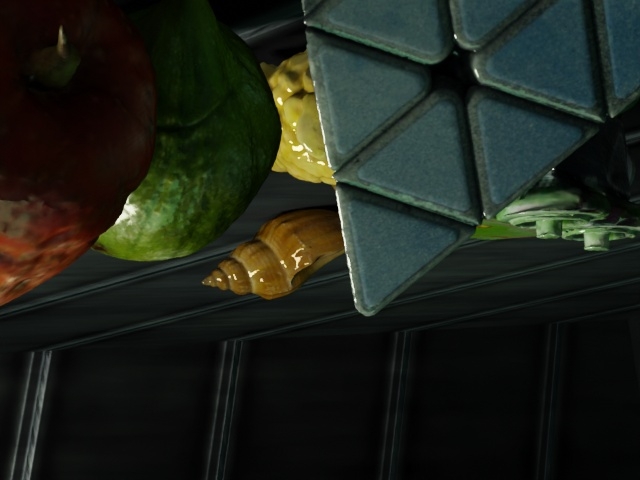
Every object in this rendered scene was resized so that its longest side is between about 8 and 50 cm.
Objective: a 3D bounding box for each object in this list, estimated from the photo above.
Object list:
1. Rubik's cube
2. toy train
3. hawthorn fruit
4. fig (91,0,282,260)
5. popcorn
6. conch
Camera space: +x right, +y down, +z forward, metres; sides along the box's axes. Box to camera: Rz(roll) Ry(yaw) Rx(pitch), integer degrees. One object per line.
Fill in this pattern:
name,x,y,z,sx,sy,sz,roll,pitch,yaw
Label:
Rubik's cube,0.080,-0.132,1.296,0.229,0.233,0.228,-25,159,-34
toy train,0.178,-0.077,1.845,0.249,0.173,0.307,-5,173,27
hawthorn fruit,-0.236,-0.076,1.297,0.262,0.258,0.258,-17,168,15
fig,-0.127,-0.108,1.439,0.203,0.203,0.235,-6,149,-10
popcorn,0.030,-0.104,1.650,0.194,0.140,0.163,20,159,-1
conch,-0.003,-0.004,2.416,0.330,0.093,0.109,-25,160,-23
